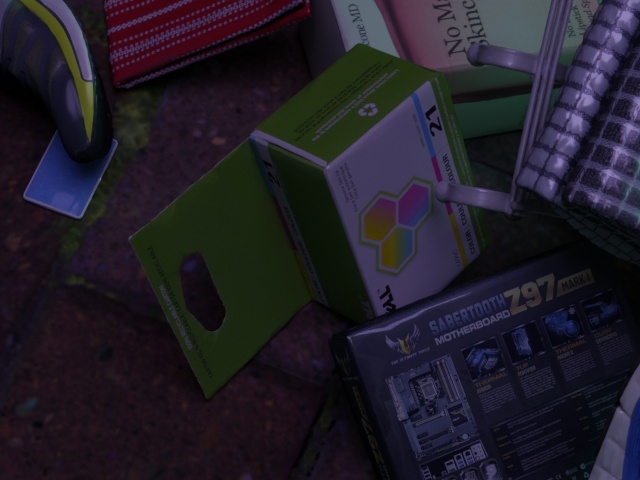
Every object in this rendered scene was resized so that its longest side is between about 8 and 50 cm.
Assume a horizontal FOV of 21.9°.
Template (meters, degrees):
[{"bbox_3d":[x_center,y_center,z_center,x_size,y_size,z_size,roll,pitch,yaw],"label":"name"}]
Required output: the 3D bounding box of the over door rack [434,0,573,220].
[{"bbox_3d":[0.241,-0.119,1.345,0.324,0.108,0.239,9,95,-36],"label":"over door rack"}]

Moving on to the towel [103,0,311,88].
[{"bbox_3d":[-0.114,-0.283,1.474,0.199,0.031,0.275,-19,62,19],"label":"towel"}]

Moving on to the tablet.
[{"bbox_3d":[-0.212,-0.060,1.410,0.054,0.006,0.083,20,63,4],"label":"tablet"}]

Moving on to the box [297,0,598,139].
[{"bbox_3d":[0.112,-0.179,1.444,0.232,0.127,0.149,-11,64,-13],"label":"box"}]

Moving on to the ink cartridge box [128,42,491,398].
[{"bbox_3d":[0.000,0.000,1.292,0.097,0.189,0.255,25,58,41],"label":"ink cartridge box"}]

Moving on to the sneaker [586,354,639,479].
[{"bbox_3d":[0.274,0.184,1.203,0.147,0.130,0.330,26,99,24],"label":"sneaker"}]

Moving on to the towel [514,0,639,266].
[{"bbox_3d":[0.310,-0.079,1.261,0.283,0.121,0.235,27,85,-36],"label":"towel"}]

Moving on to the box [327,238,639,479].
[{"bbox_3d":[0.144,0.119,1.294,0.232,0.059,0.183,-21,91,-17],"label":"box"}]

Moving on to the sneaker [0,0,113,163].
[{"bbox_3d":[-0.274,-0.173,1.418,0.121,0.111,0.300,-30,64,-10],"label":"sneaker"}]

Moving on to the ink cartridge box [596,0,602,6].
[{"bbox_3d":[0.318,-0.271,1.538,0.218,0.092,0.158,-31,70,-19],"label":"ink cartridge box"}]
